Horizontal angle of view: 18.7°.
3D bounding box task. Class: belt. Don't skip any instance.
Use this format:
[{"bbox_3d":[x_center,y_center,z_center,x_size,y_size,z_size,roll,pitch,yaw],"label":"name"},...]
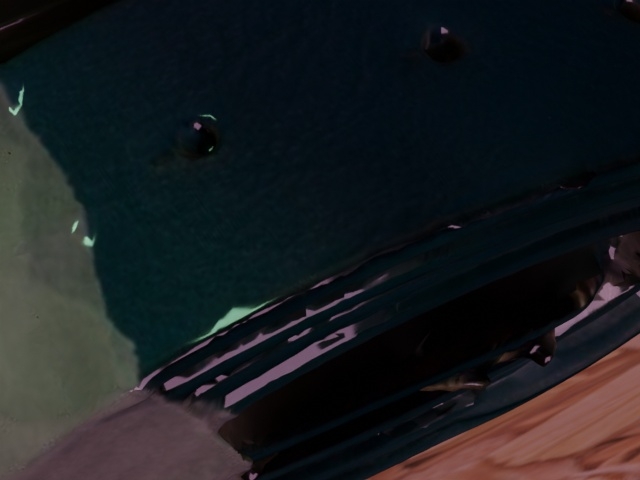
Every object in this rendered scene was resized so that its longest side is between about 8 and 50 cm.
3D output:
[{"bbox_3d":[0.001,-0.001,0.834,0.436,0.173,0.300,-24,160,-29],"label":"belt"}]

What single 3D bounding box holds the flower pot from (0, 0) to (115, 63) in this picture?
[{"bbox_3d":[-0.179,-0.132,0.669,0.250,0.084,0.179,-23,143,-13],"label":"flower pot"}]
